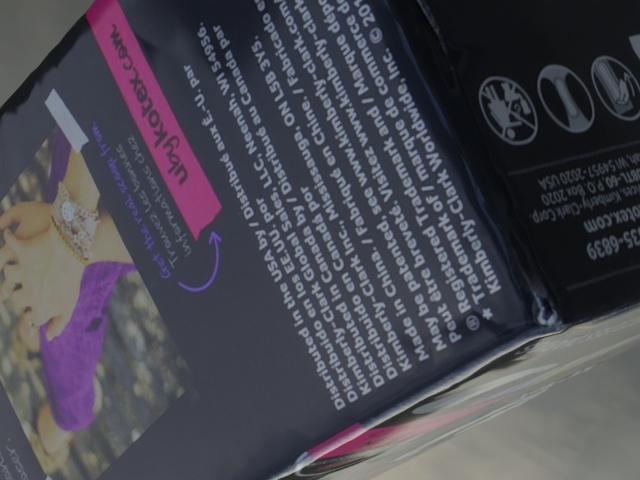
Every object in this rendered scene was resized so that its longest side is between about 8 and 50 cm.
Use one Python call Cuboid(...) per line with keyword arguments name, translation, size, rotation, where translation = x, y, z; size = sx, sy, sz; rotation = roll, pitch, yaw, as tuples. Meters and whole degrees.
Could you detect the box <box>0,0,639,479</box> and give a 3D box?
Cuboid(name="box", translation=(0.000, 0.000, 0.479), size=(0.270, 0.165, 0.143), rotation=(-36, 74, 45))
